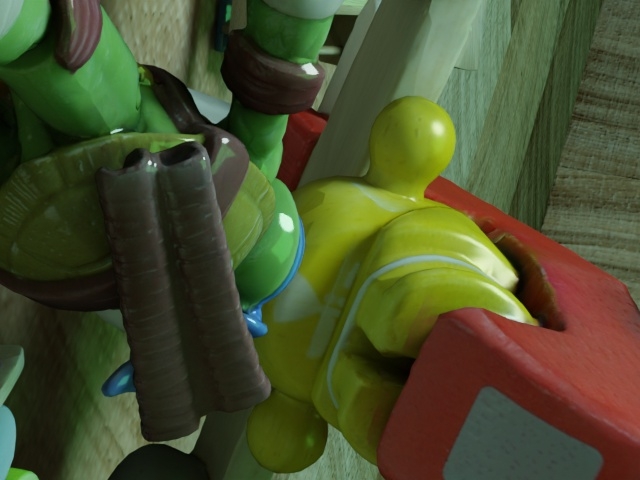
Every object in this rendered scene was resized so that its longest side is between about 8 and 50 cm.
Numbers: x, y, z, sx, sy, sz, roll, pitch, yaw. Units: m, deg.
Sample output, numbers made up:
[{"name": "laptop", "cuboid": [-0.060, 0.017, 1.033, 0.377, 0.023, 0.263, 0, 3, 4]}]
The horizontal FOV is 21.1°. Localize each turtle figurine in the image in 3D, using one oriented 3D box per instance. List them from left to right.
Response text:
[{"name": "turtle figurine", "cuboid": [-0.094, -0.085, 0.561, 0.266, 0.198, 0.274, 18, 88, -61]}]

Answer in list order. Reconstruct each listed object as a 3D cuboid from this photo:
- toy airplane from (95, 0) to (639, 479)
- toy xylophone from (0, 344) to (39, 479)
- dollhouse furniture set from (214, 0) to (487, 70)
[{"name": "toy airplane", "cuboid": [0.000, 0.000, 0.801, 0.272, 0.384, 0.386, 11, 65, -35]}, {"name": "toy xylophone", "cuboid": [-0.167, 0.201, 0.676, 0.322, 0.081, 0.236, 85, 21, -47]}, {"name": "dollhouse furniture set", "cuboid": [-0.001, -0.178, 1.051, 0.184, 0.129, 0.129, -6, 107, -45]}]
